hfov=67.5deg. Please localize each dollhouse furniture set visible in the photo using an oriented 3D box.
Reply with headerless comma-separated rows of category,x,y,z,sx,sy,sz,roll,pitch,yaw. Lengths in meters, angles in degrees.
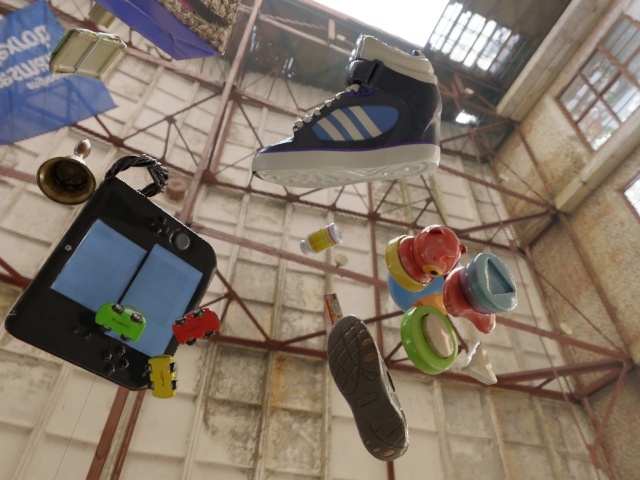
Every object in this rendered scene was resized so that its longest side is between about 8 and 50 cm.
dollhouse furniture set,-0.652,-0.621,1.359,0.151,0.301,0.197,53,-158,4

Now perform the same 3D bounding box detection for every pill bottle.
pill bottle,0.000,0.000,0.961,0.043,0.083,0.043,49,-153,-35

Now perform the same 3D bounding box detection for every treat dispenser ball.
treat dispenser ball,0.398,0.154,1.816,0.287,0.288,0.288,16,-138,-15

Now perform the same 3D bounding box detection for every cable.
cable,-0.437,-0.143,1.144,0.150,0.184,0.047,2,-117,-32

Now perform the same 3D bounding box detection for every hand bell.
hand bell,-0.614,-0.202,1.205,0.126,0.126,0.242,10,-149,-21

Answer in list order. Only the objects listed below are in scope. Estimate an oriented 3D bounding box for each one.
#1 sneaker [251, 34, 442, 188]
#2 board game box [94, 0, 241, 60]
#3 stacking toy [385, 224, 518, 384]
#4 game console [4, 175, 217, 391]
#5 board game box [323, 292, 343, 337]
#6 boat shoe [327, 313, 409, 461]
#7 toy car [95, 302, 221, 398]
sneaker,0.041,-0.223,0.814,0.322,0.130,0.237,-4,-99,7
board game box,-0.247,-0.504,0.818,0.141,0.291,0.232,10,171,34
stacking toy,0.287,0.121,0.944,0.308,0.130,0.280,21,-127,-28
game console,-0.425,0.102,1.065,0.342,0.060,0.387,44,-125,-36
board game box,0.052,0.291,1.552,0.045,0.147,0.194,-9,-135,-9
boat shoe,0.113,0.356,1.171,0.132,0.130,0.356,-23,-121,9
toy car,-0.349,0.191,0.993,0.224,0.239,0.053,32,-167,-11
